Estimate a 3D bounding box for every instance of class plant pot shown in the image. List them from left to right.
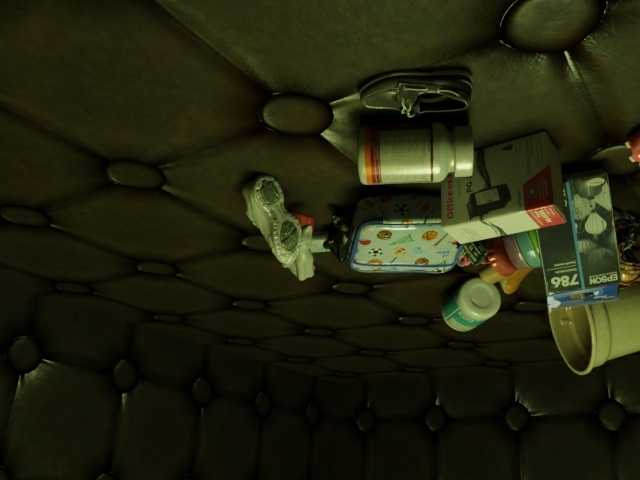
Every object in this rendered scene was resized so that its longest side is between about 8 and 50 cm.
[{"bbox_3d":[0.923,0.228,1.891,0.306,0.333,0.334,-9,157,0],"label":"plant pot"}]

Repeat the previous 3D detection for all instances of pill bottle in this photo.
[{"bbox_3d":[0.188,-0.175,1.207,0.221,0.121,0.121,-1,157,9],"label":"pill bottle"},{"bbox_3d":[0.516,0.233,2.122,0.146,0.146,0.264,6,158,-6],"label":"pill bottle"}]

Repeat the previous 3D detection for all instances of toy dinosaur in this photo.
[{"bbox_3d":[0.752,0.051,1.553,0.322,0.218,0.164,9,156,-16],"label":"toy dinosaur"}]

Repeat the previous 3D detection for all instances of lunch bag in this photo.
[{"bbox_3d":[0.225,-0.005,1.545,0.303,0.115,0.243,3,141,-7],"label":"lunch bag"}]

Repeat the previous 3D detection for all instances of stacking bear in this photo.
[{"bbox_3d":[0.569,-0.025,1.486,0.289,0.175,0.164,-21,141,30],"label":"stacking bear"}]

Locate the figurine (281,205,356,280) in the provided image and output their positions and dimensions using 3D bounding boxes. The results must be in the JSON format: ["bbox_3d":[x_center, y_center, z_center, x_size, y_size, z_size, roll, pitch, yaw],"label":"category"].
[{"bbox_3d":[0.000,0.000,1.634,0.215,0.092,0.209,-23,154,-15],"label":"figurine"}]

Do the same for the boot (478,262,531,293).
[{"bbox_3d":[0.611,0.069,1.783,0.211,0.104,0.295,-31,158,29],"label":"boot"}]

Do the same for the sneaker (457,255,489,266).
[{"bbox_3d":[0.473,0.051,1.834,0.119,0.047,0.057,-6,178,24],"label":"sneaker"}]

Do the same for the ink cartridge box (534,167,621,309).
[{"bbox_3d":[0.584,0.013,1.380,0.165,0.332,0.065,-12,-163,15],"label":"ink cartridge box"}]

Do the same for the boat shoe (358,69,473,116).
[{"bbox_3d":[0.168,-0.257,1.083,0.206,0.065,0.075,-3,157,15],"label":"boat shoe"}]

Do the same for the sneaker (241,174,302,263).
[{"bbox_3d":[-0.125,-0.050,1.504,0.090,0.232,0.115,-29,-165,-35],"label":"sneaker"}]

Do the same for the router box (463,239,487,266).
[{"bbox_3d":[0.397,-0.001,1.606,0.038,0.122,0.092,-29,160,-12],"label":"router box"}]

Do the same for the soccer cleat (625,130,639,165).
[{"bbox_3d":[0.723,-0.165,1.220,0.248,0.083,0.095,19,148,-28],"label":"soccer cleat"}]

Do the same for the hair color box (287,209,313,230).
[{"bbox_3d":[-0.097,-0.051,1.650,0.141,0.043,0.072,15,154,-30],"label":"hair color box"}]

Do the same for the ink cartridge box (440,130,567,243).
[{"bbox_3d":[0.379,-0.106,1.280,0.237,0.172,0.100,-13,152,35],"label":"ink cartridge box"}]

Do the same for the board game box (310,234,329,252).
[{"bbox_3d":[-0.018,0.011,1.820,0.090,0.020,0.090,-5,157,20],"label":"board game box"}]
